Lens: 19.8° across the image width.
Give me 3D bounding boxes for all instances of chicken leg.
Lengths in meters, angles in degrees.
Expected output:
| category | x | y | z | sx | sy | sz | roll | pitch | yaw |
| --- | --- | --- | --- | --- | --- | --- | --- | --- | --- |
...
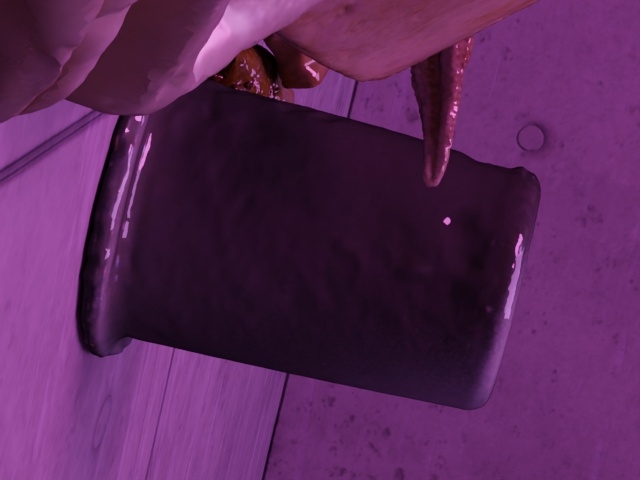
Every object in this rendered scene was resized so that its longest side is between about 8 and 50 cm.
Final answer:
| category | x | y | z | sx | sy | sz | roll | pitch | yaw |
| --- | --- | --- | --- | --- | --- | --- | --- | --- | --- |
| chicken leg | -0.069 | -0.127 | 1.497 | 0.178 | 0.070 | 0.093 | 60 | 50 | -74 |

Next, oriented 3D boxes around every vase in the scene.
| category | x | y | z | sx | sy | sz | roll | pitch | yaw |
| --- | --- | --- | --- | --- | --- | --- | --- | --- | --- |
| vase | 0.000 | 0.000 | 1.306 | 0.245 | 0.291 | 0.245 | 13 | 90 | -84 |

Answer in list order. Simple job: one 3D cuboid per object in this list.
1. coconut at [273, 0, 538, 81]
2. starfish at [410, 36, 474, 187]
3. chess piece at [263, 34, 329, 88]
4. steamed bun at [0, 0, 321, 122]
| category | x | y | z | sx | sy | sz | roll | pitch | yaw |
| --- | --- | --- | --- | --- | --- | --- | --- | --- | --- |
| coconut | 0.021 | -0.227 | 0.961 | 0.329 | 0.329 | 0.329 | 14 | 90 | -86 |
| starfish | 0.070 | -0.268 | 1.243 | 0.398 | 0.132 | 0.384 | -50 | -147 | 18 |
| chess piece | 0.000 | -0.252 | 1.564 | 0.301 | 0.137 | 0.137 | -64 | 168 | -51 |
| steamed bun | -0.033 | -0.203 | 0.554 | 0.394 | 0.237 | 0.346 | -69 | 172 | -50 |
